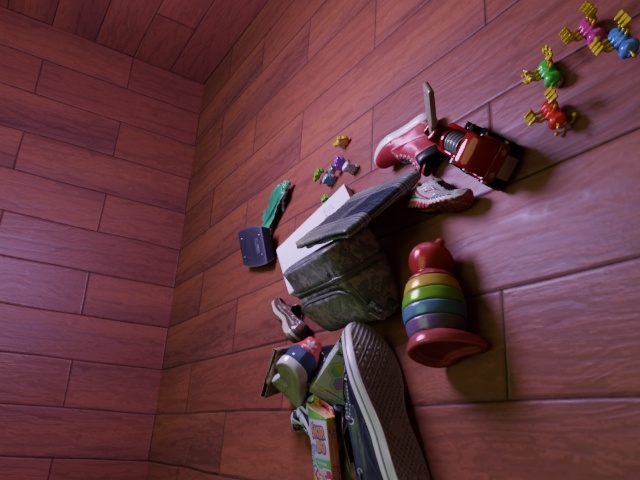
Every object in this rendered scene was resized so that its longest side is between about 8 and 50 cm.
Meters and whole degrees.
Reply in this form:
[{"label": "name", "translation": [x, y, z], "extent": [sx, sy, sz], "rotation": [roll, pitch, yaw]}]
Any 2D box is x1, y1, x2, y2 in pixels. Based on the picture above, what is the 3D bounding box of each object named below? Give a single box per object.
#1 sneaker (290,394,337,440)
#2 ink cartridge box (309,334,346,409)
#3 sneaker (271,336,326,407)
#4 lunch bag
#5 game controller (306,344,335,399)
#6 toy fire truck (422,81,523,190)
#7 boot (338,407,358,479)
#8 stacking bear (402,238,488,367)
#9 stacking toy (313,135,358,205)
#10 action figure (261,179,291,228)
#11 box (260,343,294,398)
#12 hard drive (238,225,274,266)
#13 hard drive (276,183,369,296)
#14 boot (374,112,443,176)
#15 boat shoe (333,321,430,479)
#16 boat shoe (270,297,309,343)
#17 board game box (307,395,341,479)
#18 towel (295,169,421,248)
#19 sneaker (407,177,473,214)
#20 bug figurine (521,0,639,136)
[{"label": "sneaker", "translation": [-0.017, 0.579, 1.696], "extent": [0.235, 0.094, 0.153], "rotation": [-52, 40, 39]}, {"label": "ink cartridge box", "translation": [0.068, 0.363, 1.586], "extent": [0.209, 0.109, 0.062], "rotation": [-57, 6, 8]}, {"label": "sneaker", "translation": [-0.056, 0.404, 1.725], "extent": [0.148, 0.131, 0.350], "rotation": [-45, -13, -27]}, {"label": "lunch bag", "translation": [0.071, 0.131, 1.638], "extent": [0.305, 0.213, 0.256], "rotation": [-29, 93, 53]}, {"label": "game controller", "translation": [-0.001, 0.427, 1.792], "extent": [0.319, 0.067, 0.166], "rotation": [-24, 71, 55]}, {"label": "toy fire truck", "translation": [0.331, -0.250, 1.328], "extent": [0.158, 0.246, 0.217], "rotation": [-65, 31, 18]}, {"label": "boot", "translation": [0.070, 0.584, 1.560], "extent": [0.106, 0.082, 0.219], "rotation": [-45, 43, 38]}, {"label": "stacking bear", "translation": [0.277, 0.136, 1.349], "extent": [0.175, 0.164, 0.289], "rotation": [-40, 40, 46]}, {"label": "stacking toy", "translation": [0.051, -0.248, 2.014], "extent": [0.221, 0.052, 0.167], "rotation": [-55, 33, 35]}, {"label": "action figure", "translation": [-0.183, -0.162, 2.354], "extent": [0.232, 0.064, 0.137], "rotation": [-59, 31, 33]}, {"label": "box", "translation": [-0.131, 0.437, 1.882], "extent": [0.021, 0.201, 0.164], "rotation": [15, 90, 21]}, {"label": "hard drive", "translation": [-0.275, 0.024, 2.384], "extent": [0.255, 0.054, 0.172], "rotation": [-10, 90, 60]}, {"label": "hard drive", "translation": [0.000, 0.000, 1.897], "extent": [0.353, 0.047, 0.233], "rotation": [-43, 40, 20]}, {"label": "boot", "translation": [0.253, -0.237, 1.626], "extent": [0.244, 0.088, 0.176], "rotation": [-34, 50, 44]}, {"label": "boat shoe", "translation": [0.131, 0.441, 1.424], "extent": [0.156, 0.187, 0.500], "rotation": [-43, 47, 35]}, {"label": "boat shoe", "translation": [-0.101, 0.270, 2.010], "extent": [0.095, 0.095, 0.257], "rotation": [-45, 33, 4]}, {"label": "board game box", "translation": [0.011, 0.575, 1.551], "extent": [0.124, 0.039, 0.259], "rotation": [4, 99, 64]}, {"label": "towel", "translation": [0.106, -0.076, 1.625], "extent": [0.312, 0.056, 0.324], "rotation": [-40, 12, -26]}, {"label": "sneaker", "translation": [0.312, -0.125, 1.466], "extent": [0.225, 0.088, 0.092], "rotation": [4, 79, 60]}, {"label": "bug figurine", "translation": [0.549, -0.371, 1.190], "extent": [0.279, 0.072, 0.216], "rotation": [-52, 30, 42]}]
